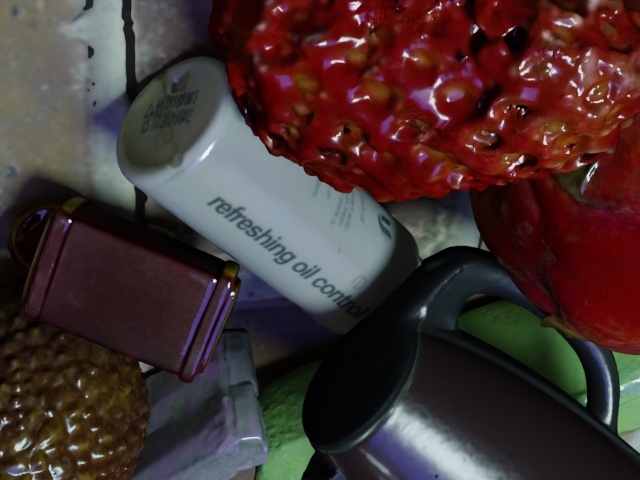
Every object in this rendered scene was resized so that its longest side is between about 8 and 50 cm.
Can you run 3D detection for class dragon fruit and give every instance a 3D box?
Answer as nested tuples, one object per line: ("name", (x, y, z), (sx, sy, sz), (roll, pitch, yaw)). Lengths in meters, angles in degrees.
("dragon fruit", (0.201, -0.043, 0.704), (0.241, 0.241, 0.252), (18, 152, -30))

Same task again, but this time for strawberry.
("strawberry", (0.033, -0.091, 0.602), (0.111, 0.236, 0.190), (-26, 125, -44))

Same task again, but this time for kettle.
("kettle", (0.112, 0.127, 0.804), (0.232, 0.144, 0.202), (39, 90, -25))

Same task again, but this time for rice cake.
("rice cake", (-0.164, 0.181, 0.973), (0.298, 0.106, 0.050), (-31, 137, 22))

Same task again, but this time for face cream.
("face cream", (0.000, 0.000, 0.813), (0.092, 0.092, 0.311), (-29, 138, 21))

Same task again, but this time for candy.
("candy", (0.112, 0.135, 0.966), (0.343, 0.132, 0.142), (-18, 123, 8))

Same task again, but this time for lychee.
("lychee", (-0.209, 0.124, 0.845), (0.194, 0.194, 0.194), (-7, 140, -6))

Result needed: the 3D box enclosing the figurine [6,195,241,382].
("figurine", (-0.127, 0.014, 0.803), (0.154, 0.098, 0.082), (23, 114, -1))
